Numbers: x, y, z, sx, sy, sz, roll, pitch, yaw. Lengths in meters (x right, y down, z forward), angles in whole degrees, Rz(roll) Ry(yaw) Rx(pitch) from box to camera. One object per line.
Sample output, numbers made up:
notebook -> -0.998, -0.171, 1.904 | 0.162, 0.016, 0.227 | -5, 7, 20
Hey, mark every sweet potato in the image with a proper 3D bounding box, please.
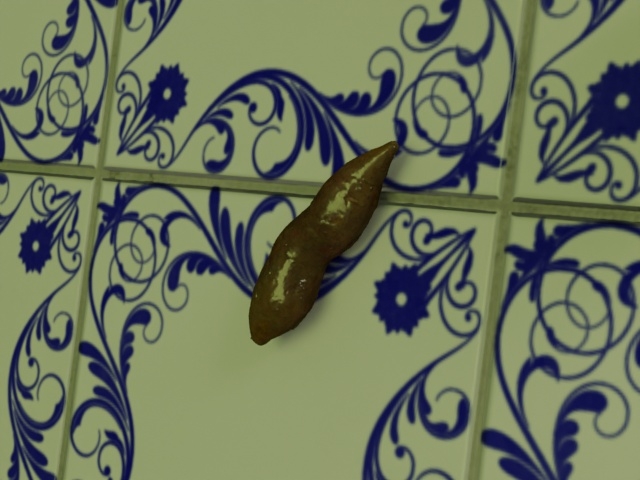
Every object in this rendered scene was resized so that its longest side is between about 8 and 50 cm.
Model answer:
sweet potato -> -0.002, -0.002, 1.117 | 0.065, 0.051, 0.218 | 49, 115, 38
